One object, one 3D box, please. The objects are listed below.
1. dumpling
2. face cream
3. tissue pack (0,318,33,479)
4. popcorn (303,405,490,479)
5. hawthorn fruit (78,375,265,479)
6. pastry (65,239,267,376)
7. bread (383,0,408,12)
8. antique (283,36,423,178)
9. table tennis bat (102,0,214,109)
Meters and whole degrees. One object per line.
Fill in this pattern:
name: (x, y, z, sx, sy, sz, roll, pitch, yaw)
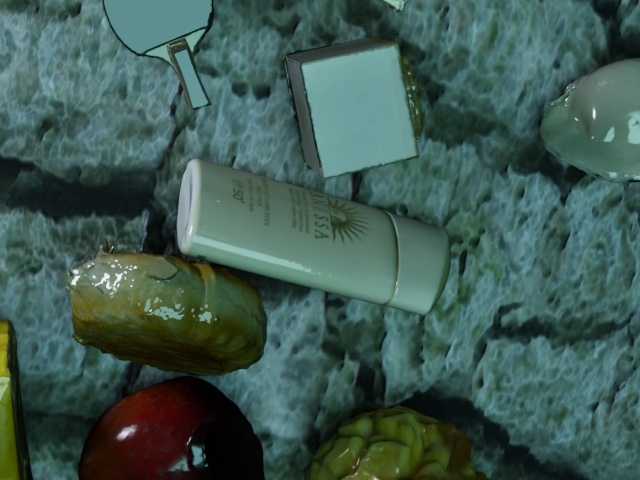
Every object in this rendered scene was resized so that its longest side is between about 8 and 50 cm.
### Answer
dumpling: (0.401, -0.139, 1.777, 0.247, 0.172, 0.142, -15, 135, -2)
face cream: (0.000, 0.000, 1.722, 0.348, 0.173, 0.081, 15, 123, -14)
tissue pack: (-0.529, 0.269, 1.634, 0.381, 0.228, 0.293, -7, 106, -12)
popcorn: (0.087, 0.358, 1.801, 0.265, 0.225, 0.332, 40, 114, -5)
hawthorn fruit: (-0.195, 0.279, 1.724, 0.249, 0.215, 0.215, -21, 106, 4)
pastry: (-0.177, 0.081, 1.670, 0.235, 0.257, 0.121, 9, 72, -1)
bread: (0.109, -0.361, 1.736, 0.068, 0.028, 0.154, 29, 96, -16)
antique: (0.042, -0.164, 1.701, 0.148, 0.152, 0.147, -14, 103, -6)
table tennis bat: (-0.184, -0.261, 1.702, 0.130, 0.019, 0.220, -22, 104, -5)
